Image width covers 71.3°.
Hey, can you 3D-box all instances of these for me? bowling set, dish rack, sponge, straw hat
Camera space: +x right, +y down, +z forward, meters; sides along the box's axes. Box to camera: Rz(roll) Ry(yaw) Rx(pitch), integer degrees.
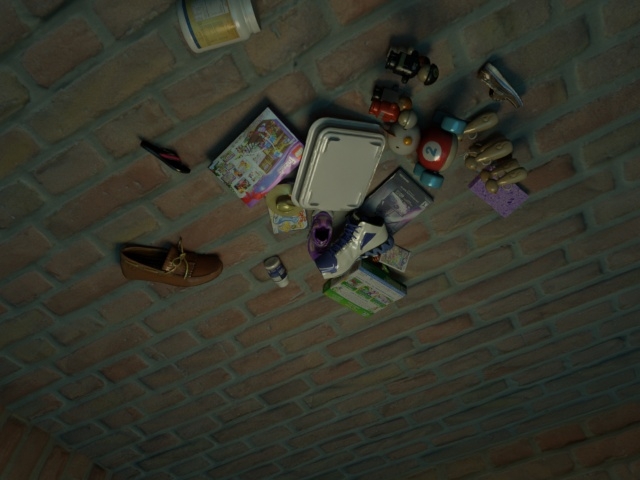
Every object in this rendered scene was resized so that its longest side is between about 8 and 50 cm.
[{"bbox_3d":[0.570,-0.264,1.499,0.154,0.287,0.200,-24,156,20],"label":"bowling set"},{"bbox_3d":[0.070,-0.232,1.495,0.285,0.072,0.333,-1,128,-28],"label":"dish rack"},{"bbox_3d":[0.655,-0.182,1.641,0.210,0.031,0.117,32,117,-23],"label":"sponge"},{"bbox_3d":[-0.122,-0.126,1.568,0.144,0.061,0.145,-1,123,-2],"label":"straw hat"}]

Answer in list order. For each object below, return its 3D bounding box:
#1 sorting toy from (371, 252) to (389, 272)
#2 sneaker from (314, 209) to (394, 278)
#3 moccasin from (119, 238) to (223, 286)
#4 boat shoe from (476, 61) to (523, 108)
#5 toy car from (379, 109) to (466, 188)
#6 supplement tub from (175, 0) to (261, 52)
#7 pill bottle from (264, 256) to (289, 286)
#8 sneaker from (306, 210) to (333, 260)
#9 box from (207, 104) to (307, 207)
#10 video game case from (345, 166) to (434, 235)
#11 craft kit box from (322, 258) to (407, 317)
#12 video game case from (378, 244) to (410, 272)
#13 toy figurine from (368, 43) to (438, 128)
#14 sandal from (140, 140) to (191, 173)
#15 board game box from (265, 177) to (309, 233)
[{"bbox_3d":[0.235,0.090,1.783,0.042,0.061,0.102,-29,98,16],"label":"sorting toy"},{"bbox_3d":[0.110,-0.009,1.614,0.315,0.127,0.182,-25,124,-11],"label":"sneaker"},{"bbox_3d":[-0.562,0.081,1.690,0.379,0.139,0.147,9,133,2],"label":"moccasin"},{"bbox_3d":[0.567,-0.479,1.418,0.183,0.066,0.066,40,118,-16],"label":"boat shoe"},{"bbox_3d":[0.300,-0.315,1.427,0.237,0.210,0.219,14,113,-7],"label":"toy car"},{"bbox_3d":[-0.274,-0.610,1.219,0.199,0.144,0.144,-13,124,5],"label":"supplement tub"},{"bbox_3d":[-0.171,0.128,1.778,0.067,0.067,0.120,-20,123,10],"label":"pill bottle"},{"bbox_3d":[0.000,0.000,1.680,0.095,0.105,0.237,1,125,-6],"label":"sneaker"},{"bbox_3d":[-0.203,-0.274,1.485,0.293,0.057,0.201,-39,109,18],"label":"box"},{"bbox_3d":[0.255,-0.118,1.664,0.196,0.026,0.274,37,114,-25],"label":"video game case"},{"bbox_3d":[0.179,0.202,1.823,0.249,0.061,0.246,32,130,-23],"label":"craft kit box"},{"bbox_3d":[0.294,0.065,1.766,0.122,0.011,0.087,24,76,-19],"label":"video game case"},{"bbox_3d":[0.244,-0.456,1.318,0.148,0.210,0.213,18,122,-2],"label":"toy figurine"},{"bbox_3d":[-0.508,-0.281,1.480,0.179,0.067,0.040,34,105,-21],"label":"sandal"},{"bbox_3d":[-0.122,-0.126,1.627,0.136,0.035,0.201,-8,124,2],"label":"board game box"}]
